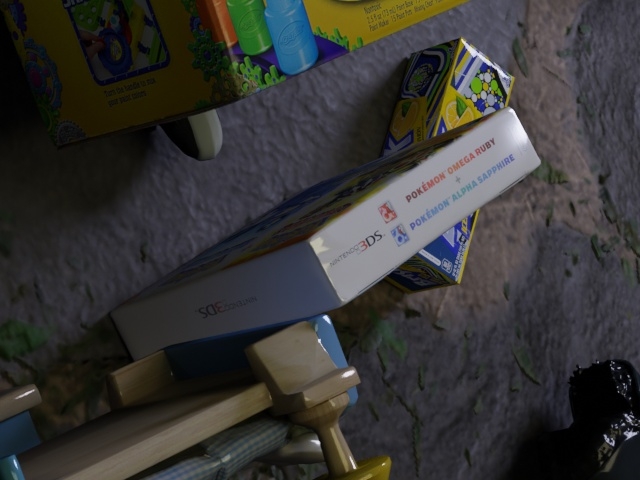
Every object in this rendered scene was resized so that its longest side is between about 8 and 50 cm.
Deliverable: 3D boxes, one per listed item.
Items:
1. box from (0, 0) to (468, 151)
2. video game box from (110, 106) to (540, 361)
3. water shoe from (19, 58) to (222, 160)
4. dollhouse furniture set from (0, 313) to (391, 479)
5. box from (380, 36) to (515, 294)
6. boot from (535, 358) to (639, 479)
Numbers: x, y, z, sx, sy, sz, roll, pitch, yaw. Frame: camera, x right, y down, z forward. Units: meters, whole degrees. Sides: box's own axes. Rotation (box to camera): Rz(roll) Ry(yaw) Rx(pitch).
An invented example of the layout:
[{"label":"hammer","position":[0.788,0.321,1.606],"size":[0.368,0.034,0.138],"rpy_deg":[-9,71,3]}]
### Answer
[{"label":"box","position":[-0.042,-0.236,1.012],"size":[0.290,0.177,0.279],"rpy_deg":[-28,102,-39]},{"label":"video game box","position":[0.000,0.000,1.084],"size":[0.187,0.205,0.048],"rpy_deg":[-37,101,-40]},{"label":"water shoe","position":[-0.140,-0.116,1.093],"size":[0.080,0.073,0.203],"rpy_deg":[-40,111,-9]},{"label":"dollhouse furniture set","position":[-0.138,0.187,0.861],"size":[0.286,0.303,0.198],"rpy_deg":[-24,95,-41]},{"label":"box","position":[0.078,-0.051,1.259],"size":[0.059,0.054,0.169],"rpy_deg":[33,61,-31]},{"label":"boot","position":[0.220,0.228,1.282],"size":[0.207,0.094,0.246],"rpy_deg":[47,44,-27]}]
